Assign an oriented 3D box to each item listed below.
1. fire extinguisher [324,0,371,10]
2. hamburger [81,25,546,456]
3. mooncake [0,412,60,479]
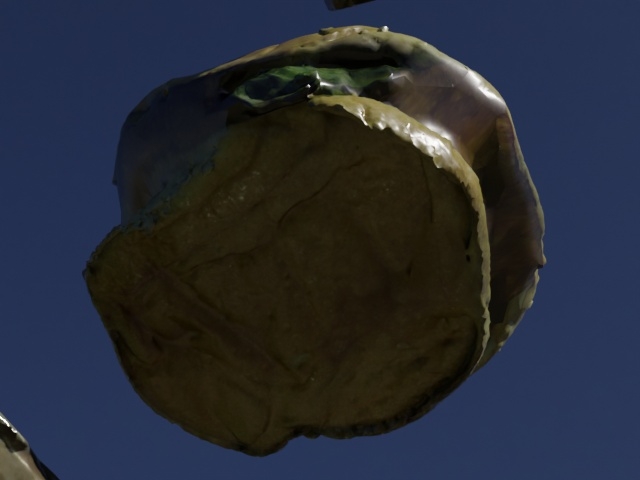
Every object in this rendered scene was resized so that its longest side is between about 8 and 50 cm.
[{"bbox_3d":[-0.005,-0.327,1.212,0.105,0.141,0.341,-19,-79,3],"label":"fire extinguisher"},{"bbox_3d":[-0.002,-0.002,1.194,0.285,0.134,0.265,-12,-56,12],"label":"hamburger"},{"bbox_3d":[-0.192,0.142,1.064,0.130,0.073,0.125,49,-14,-15],"label":"mooncake"}]
